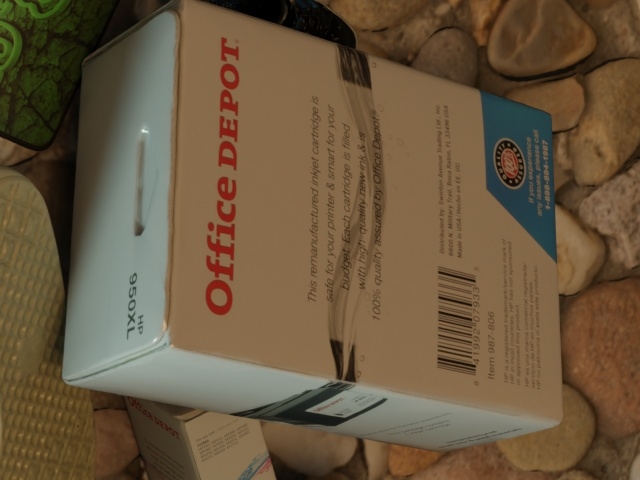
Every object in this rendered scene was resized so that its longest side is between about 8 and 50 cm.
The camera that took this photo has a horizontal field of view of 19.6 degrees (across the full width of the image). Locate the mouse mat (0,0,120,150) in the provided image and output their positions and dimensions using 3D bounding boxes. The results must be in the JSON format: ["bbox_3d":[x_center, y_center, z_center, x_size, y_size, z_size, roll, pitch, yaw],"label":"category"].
[{"bbox_3d":[-0.242,-0.180,1.487,0.152,0.007,0.190,24,91,-34],"label":"mouse mat"}]

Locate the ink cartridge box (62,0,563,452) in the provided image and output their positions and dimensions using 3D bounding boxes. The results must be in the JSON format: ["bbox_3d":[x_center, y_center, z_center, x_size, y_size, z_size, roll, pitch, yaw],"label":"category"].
[{"bbox_3d":[0.000,0.000,1.527,0.394,0.166,0.286,14,67,-34],"label":"ink cartridge box"}]

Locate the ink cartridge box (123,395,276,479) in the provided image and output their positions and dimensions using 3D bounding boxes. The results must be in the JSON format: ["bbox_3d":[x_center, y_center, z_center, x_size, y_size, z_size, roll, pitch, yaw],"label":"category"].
[{"bbox_3d":[-0.098,0.196,1.617,0.072,0.127,0.175,-25,117,-24],"label":"ink cartridge box"}]

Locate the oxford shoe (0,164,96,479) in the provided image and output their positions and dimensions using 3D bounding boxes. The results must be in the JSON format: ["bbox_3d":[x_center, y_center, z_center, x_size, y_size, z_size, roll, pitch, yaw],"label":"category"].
[{"bbox_3d":[-0.278,0.129,1.498,0.169,0.130,0.449,-48,144,-48],"label":"oxford shoe"}]

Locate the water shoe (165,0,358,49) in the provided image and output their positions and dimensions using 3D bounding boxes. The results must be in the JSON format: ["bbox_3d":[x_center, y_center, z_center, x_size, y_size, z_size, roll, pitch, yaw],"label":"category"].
[{"bbox_3d":[-0.042,-0.182,1.563,0.203,0.080,0.073,19,95,-34],"label":"water shoe"}]
